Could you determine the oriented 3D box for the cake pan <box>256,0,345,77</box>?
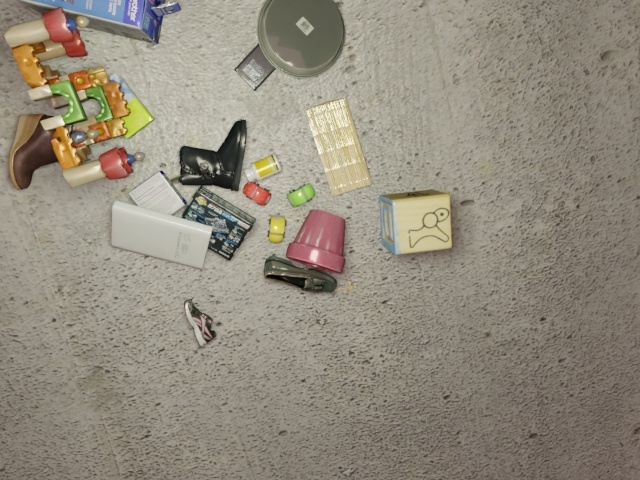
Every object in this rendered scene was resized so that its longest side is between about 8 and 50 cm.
[{"bbox_3d":[-0.056,-0.677,1.648,0.293,0.054,0.293,-1,97,-11],"label":"cake pan"}]

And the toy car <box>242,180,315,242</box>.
[{"bbox_3d":[-0.122,-0.129,1.759,0.224,0.053,0.239,-27,103,-2],"label":"toy car"}]

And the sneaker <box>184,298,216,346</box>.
[{"bbox_3d":[-0.421,0.278,1.801,0.077,0.072,0.178,-24,111,-15],"label":"sneaker"}]

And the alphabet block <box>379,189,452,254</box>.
[{"bbox_3d":[0.322,-0.067,1.759,0.197,0.193,0.193,-6,103,-7],"label":"alphabet block"}]

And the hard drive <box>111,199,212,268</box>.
[{"bbox_3d":[-0.522,-0.013,1.679,0.307,0.040,0.203,16,137,-10],"label":"hard drive"}]

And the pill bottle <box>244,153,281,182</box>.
[{"bbox_3d":[-0.194,-0.239,1.722,0.116,0.065,0.065,-24,103,-3],"label":"pill bottle"}]

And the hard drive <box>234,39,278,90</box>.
[{"bbox_3d":[-0.202,-0.573,1.677,0.094,0.022,0.135,44,93,-13],"label":"hard drive"}]

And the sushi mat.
[{"bbox_3d":[0.064,-0.321,1.764,0.151,0.019,0.317,-20,103,-3],"label":"sushi mat"}]

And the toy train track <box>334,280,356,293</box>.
[{"bbox_3d":[0.092,0.176,1.867,0.083,0.014,0.048,-10,102,-5],"label":"toy train track"}]

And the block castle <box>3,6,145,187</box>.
[{"bbox_3d":[-0.670,-0.389,1.461,0.212,0.303,0.454,-20,104,-12],"label":"block castle"}]

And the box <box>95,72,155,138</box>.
[{"bbox_3d":[-0.632,-0.429,1.638,0.109,0.042,0.178,-37,103,0],"label":"box"}]

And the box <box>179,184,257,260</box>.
[{"bbox_3d":[-0.352,-0.055,1.714,0.220,0.051,0.175,31,118,-12],"label":"box"}]

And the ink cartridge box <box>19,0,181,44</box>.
[{"bbox_3d":[-0.612,-0.686,1.473,0.395,0.270,0.151,12,100,-10],"label":"ink cartridge box"}]

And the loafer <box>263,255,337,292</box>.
[{"bbox_3d":[-0.074,0.140,1.790,0.267,0.084,0.096,19,130,-7],"label":"loafer"}]

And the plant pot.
[{"bbox_3d":[0.000,0.000,1.741,0.201,0.201,0.180,17,83,-10],"label":"plant pot"}]

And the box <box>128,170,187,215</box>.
[{"bbox_3d":[-0.535,-0.141,1.692,0.126,0.072,0.137,-35,104,1],"label":"box"}]

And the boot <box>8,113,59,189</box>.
[{"bbox_3d":[-0.852,-0.268,1.615,0.206,0.090,0.249,10,96,-7],"label":"boot"}]

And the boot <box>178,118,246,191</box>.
[{"bbox_3d":[-0.354,-0.288,1.675,0.207,0.094,0.247,8,106,-13],"label":"boot"}]
